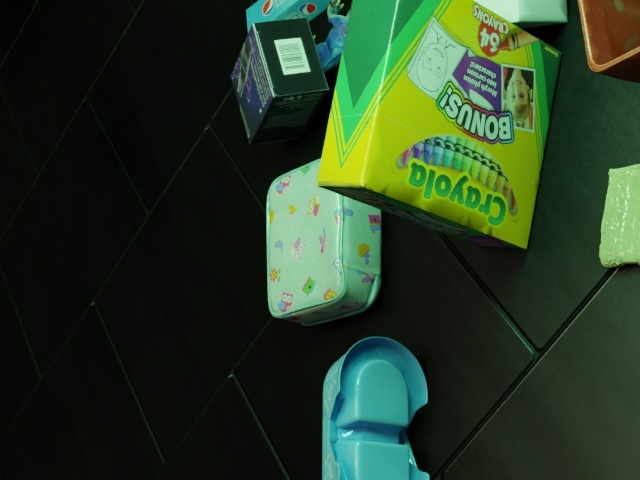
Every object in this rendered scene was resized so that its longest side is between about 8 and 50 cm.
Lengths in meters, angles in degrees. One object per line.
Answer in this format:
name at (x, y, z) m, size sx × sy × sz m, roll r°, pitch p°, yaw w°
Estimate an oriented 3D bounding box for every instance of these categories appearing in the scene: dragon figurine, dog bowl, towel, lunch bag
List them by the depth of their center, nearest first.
towel at (0.437, -0.035, 1.565) m, size 0.110 × 0.027 × 0.148 m, roll -4°, pitch 73°, yaw 46°
dog bowl at (0.078, 0.300, 1.750) m, size 0.074 × 0.166 × 0.297 m, roll -28°, pitch 56°, yaw 53°
lunch bag at (0.000, 0.000, 1.978) m, size 0.224 × 0.108 × 0.279 m, roll -22°, pitch 60°, yaw 45°
dragon figurine at (0.036, -0.335, 2.074) m, size 0.289 × 0.085 × 0.144 m, roll -47°, pitch 46°, yaw 27°

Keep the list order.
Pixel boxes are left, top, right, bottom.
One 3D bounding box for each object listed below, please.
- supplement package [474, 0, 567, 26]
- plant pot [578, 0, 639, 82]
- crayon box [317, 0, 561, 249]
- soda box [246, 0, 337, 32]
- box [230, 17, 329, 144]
supplement package at (0.244, -0.391, 1.791) m, size 0.244 × 0.139 × 0.133 m, roll 0°, pitch 98°, yaw 46°
plant pot at (0.500, -0.339, 1.445) m, size 0.267 × 0.236 × 0.267 m, roll -25°, pitch 58°, yaw 41°
crayon box at (0.182, -0.179, 1.642) m, size 0.106 × 0.363 × 0.313 m, roll 1°, pitch 77°, yaw 48°
soda box at (-0.053, -0.463, 2.233) m, size 0.210 × 0.067 × 0.071 m, roll -28°, pitch 56°, yaw 39°
box at (-0.079, -0.287, 2.087) m, size 0.207 × 0.108 × 0.153 m, roll 126°, pitch 130°, yaw -63°
